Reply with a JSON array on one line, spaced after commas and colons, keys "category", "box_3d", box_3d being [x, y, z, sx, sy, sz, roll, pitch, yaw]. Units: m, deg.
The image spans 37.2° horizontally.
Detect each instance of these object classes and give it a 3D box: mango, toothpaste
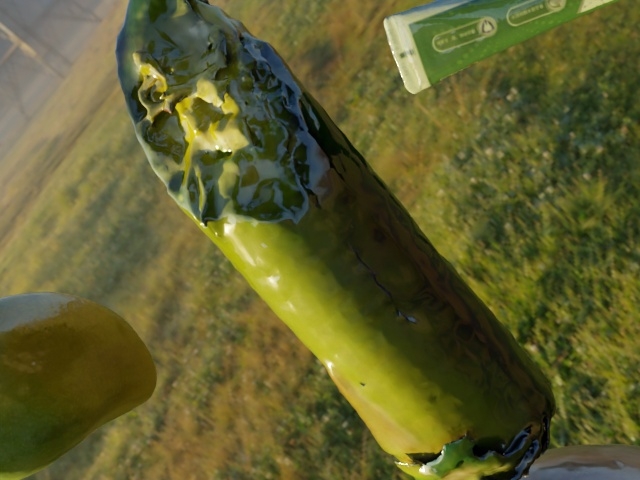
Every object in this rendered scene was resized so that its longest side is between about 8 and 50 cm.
[{"category": "mango", "box_3d": [-0.210, 0.099, 0.686, 0.085, 0.122, 0.191, -39, -5, 36]}, {"category": "toothpaste", "box_3d": [0.268, -0.280, 1.089, 0.392, 0.099, 0.061, -19, 21, 12]}]

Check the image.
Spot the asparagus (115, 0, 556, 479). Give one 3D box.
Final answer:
[{"category": "asparagus", "box_3d": [0.000, 0.000, 0.597, 0.108, 0.382, 0.128, -29, 17, 39]}]

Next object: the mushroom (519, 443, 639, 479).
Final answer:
[{"category": "mushroom", "box_3d": [0.217, 0.307, 0.711, 0.297, 0.297, 0.290, -30, 50, 42]}]
